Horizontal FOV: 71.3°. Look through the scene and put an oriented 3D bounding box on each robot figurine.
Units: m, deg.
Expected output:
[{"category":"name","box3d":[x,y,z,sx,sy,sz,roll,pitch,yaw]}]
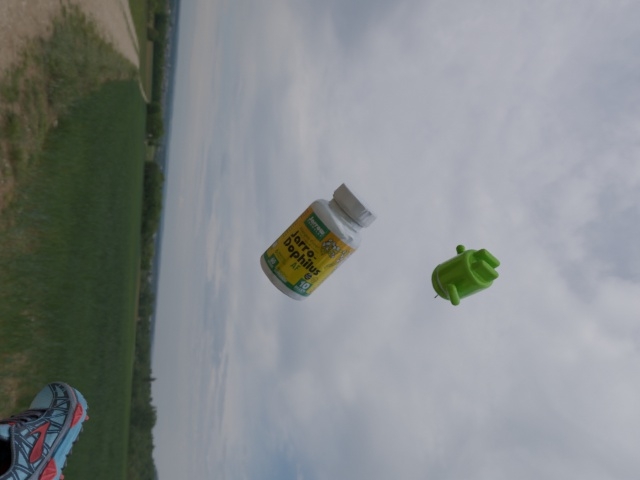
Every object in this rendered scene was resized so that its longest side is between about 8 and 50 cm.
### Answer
[{"category":"robot figurine","box3d":[0.226,0.056,0.710,0.115,0.067,0.101,-37,-158,48]}]

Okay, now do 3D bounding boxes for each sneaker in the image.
[{"category":"sneaker","box3d":[-0.431,0.288,0.651,0.125,0.104,0.262,60,0,-29]}]

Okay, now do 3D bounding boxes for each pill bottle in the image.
[{"category":"pill bottle","box3d":[0.000,0.000,0.801,0.208,0.118,0.117,-45,-144,12]}]
